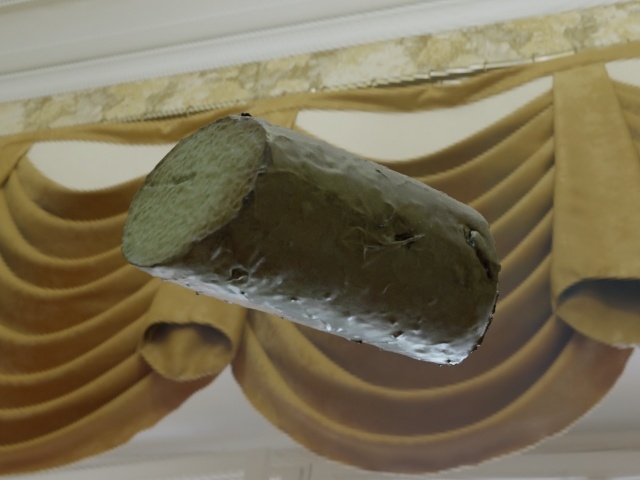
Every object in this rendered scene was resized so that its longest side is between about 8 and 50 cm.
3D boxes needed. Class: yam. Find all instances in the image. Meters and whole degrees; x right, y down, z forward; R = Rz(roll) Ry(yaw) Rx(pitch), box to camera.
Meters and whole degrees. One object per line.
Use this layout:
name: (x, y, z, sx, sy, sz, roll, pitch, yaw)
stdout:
yam: (0.000, 0.000, 0.768, 0.304, 0.168, 0.168, 21, -47, -24)
